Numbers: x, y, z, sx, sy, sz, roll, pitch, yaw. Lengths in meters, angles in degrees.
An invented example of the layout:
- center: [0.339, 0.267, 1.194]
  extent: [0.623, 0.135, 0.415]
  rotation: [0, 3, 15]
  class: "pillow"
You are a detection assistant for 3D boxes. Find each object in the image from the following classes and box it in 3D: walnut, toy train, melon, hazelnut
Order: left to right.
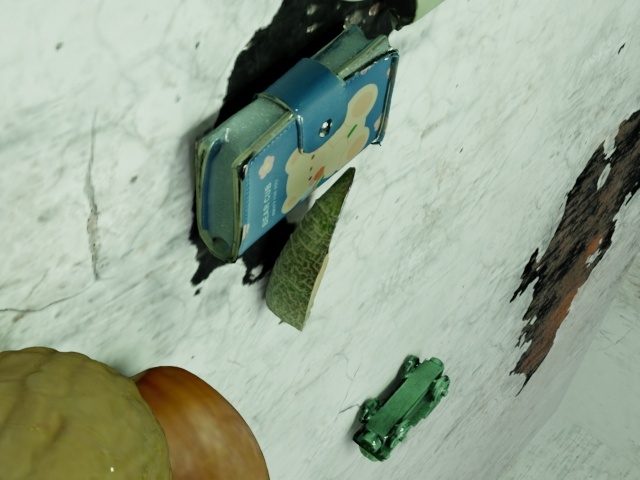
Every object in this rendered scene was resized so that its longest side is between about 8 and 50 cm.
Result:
- center: [-0.199, 0.172, 0.616]
  extent: [0.228, 0.228, 0.228]
  rotation: [-43, 154, -28]
  class: "walnut"
- center: [-0.138, 0.219, 0.803]
  extent: [0.176, 0.214, 0.214]
  rotation: [4, 118, -49]
  class: "hazelnut"
- center: [-0.004, 0.006, 0.945]
  extent: [0.098, 0.054, 0.182]
  rotation: [-53, 170, -30]
  class: "melon"
- center: [0.129, 0.273, 1.544]
  extent: [0.200, 0.083, 0.132]
  rotation: [-40, 155, -31]
  class: "toy train"

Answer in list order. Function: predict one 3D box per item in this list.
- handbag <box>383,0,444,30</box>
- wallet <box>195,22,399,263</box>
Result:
- center: [0.110, -0.304, 0.792]
  extent: [0.315, 0.109, 0.241]
  rotation: [-35, 151, -14]
  class: "handbag"
- center: [-0.019, -0.086, 0.816]
  extent: [0.202, 0.059, 0.141]
  rotation: [-41, 158, -30]
  class: "wallet"
